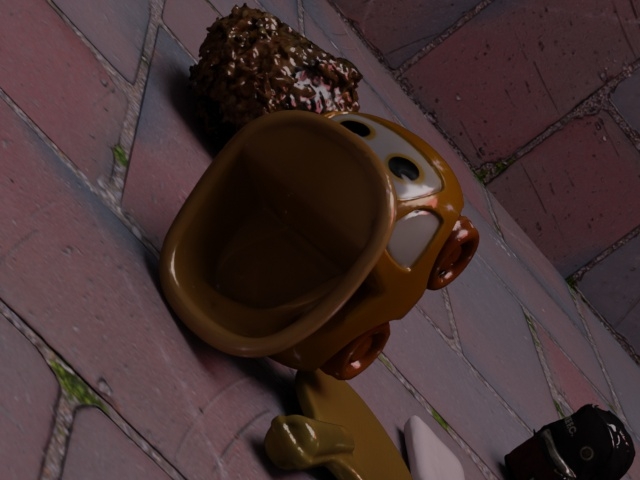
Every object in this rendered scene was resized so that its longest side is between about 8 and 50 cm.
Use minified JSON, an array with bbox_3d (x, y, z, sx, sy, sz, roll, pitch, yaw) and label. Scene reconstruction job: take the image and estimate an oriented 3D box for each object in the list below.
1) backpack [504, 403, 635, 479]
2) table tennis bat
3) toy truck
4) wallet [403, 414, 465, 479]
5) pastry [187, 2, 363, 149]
[{"bbox_3d":[0.322,0.286,2.064,0.106,0.165,0.120,21,29,-47],"label":"backpack"},{"bbox_3d":[0.022,0.198,1.532,0.198,0.050,0.321,60,13,17],"label":"table tennis bat"},{"bbox_3d":[0.000,0.000,1.524,0.204,0.288,0.211,41,-3,24],"label":"toy truck"},{"bbox_3d":[0.131,0.270,1.744,0.095,0.033,0.190,46,14,-20],"label":"wallet"},{"bbox_3d":[-0.043,-0.177,1.968,0.275,0.193,0.275,46,14,-16],"label":"pastry"}]
